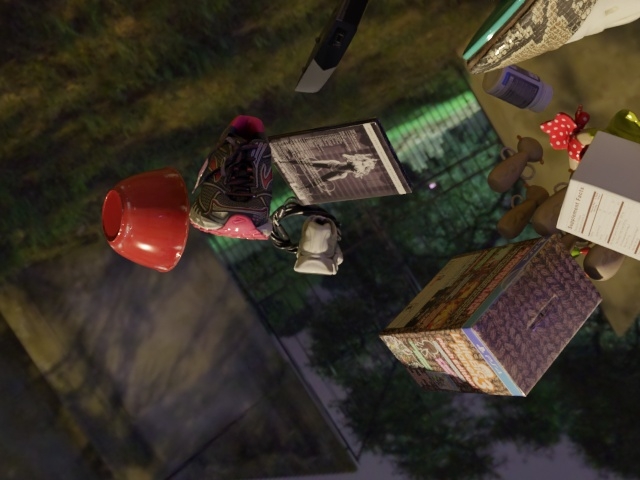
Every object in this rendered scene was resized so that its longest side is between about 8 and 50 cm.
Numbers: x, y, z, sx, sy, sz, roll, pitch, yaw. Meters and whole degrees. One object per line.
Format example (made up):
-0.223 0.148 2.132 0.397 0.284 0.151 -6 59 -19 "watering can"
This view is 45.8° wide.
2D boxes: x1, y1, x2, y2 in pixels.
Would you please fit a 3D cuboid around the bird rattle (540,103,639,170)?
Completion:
0.593 -0.187 1.659 0.143 0.207 0.253 -18 -165 -25 "bird rattle"

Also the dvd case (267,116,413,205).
0.027 -0.129 1.284 0.221 0.164 0.018 -5 -132 30 "dvd case"

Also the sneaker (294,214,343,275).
0.000 0.000 1.685 0.110 0.118 0.292 3 -173 -1 "sneaker"

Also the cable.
-0.036 -0.023 1.833 0.151 0.184 0.047 -56 -156 28 "cable"

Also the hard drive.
0.030 -0.404 1.481 0.172 0.054 0.255 -69 -170 -25 "hard drive"

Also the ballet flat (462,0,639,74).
0.372 -0.389 0.934 0.483 0.182 0.164 -60 -175 12 "ballet flat"

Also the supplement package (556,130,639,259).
0.421 -0.049 0.994 0.105 0.179 0.105 -52 154 -29 "supplement package"

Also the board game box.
0.281 0.132 1.295 0.232 0.141 0.291 -43 -170 -24 "board game box"

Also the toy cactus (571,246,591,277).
0.565 0.098 1.881 0.180 0.112 0.219 2 134 -24 "toy cactus"

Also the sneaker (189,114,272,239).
-0.128 -0.094 1.131 0.299 0.120 0.112 -104 -154 -60 "sneaker"

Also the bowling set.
0.405 -0.041 1.351 0.154 0.287 0.200 -43 174 -23 "bowling set"

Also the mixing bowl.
-0.304 -0.037 1.272 0.098 0.182 0.181 2 163 -37 "mixing bowl"

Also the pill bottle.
0.422 -0.327 1.616 0.078 0.137 0.078 -52 -153 41 "pill bottle"
